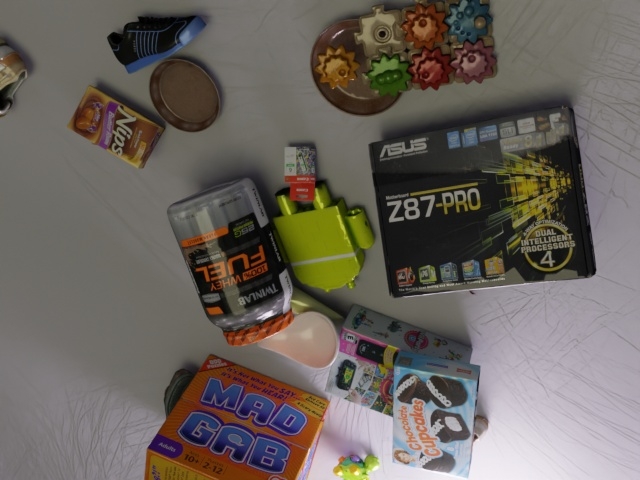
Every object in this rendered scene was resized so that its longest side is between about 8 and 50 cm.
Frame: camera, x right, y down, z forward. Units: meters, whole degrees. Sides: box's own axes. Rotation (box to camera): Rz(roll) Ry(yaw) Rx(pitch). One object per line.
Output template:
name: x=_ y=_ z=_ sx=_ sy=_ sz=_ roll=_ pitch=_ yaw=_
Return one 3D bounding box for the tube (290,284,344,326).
tube: x=-0.059 y=0.145 z=1.945 sx=0.240 sy=0.070 sz=0.062 roll=31 pitch=99 yaw=-4

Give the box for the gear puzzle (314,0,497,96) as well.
gear puzzle: x=0.151 y=-0.349 z=1.495 sx=0.338 sy=0.044 sz=0.176 roll=-7 pitch=119 yaw=11

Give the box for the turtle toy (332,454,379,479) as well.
turtle toy: x=0.099 y=0.614 z=2.190 sx=0.130 sy=0.066 sz=0.095 roll=-10 pitch=141 yaw=24

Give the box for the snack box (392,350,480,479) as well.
snack box: x=0.263 y=0.407 z=1.872 sx=0.187 sy=0.060 sz=0.322 roll=8 pitch=125 yaw=16

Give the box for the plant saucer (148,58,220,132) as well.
plant saucer: x=-0.289 y=-0.315 z=1.748 sx=0.168 sy=0.029 sz=0.169 roll=11 pitch=126 yaw=15

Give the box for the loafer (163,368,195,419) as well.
loafer: x=-0.405 y=0.452 z=2.271 sx=0.084 sy=0.096 sz=0.268 roll=44 pitch=138 yaw=38

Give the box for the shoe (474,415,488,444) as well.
shoe: x=0.326 y=0.504 z=2.032 sx=0.076 sy=0.058 sz=0.219 roll=44 pitch=127 yaw=-10

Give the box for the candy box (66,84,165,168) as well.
candy box: x=-0.456 y=-0.253 z=1.813 sx=0.186 sy=0.053 sz=0.109 roll=30 pitch=95 yaw=-1

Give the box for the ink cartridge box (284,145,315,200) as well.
ink cartridge box: x=-0.044 y=-0.143 z=1.733 sx=0.062 sy=0.029 sz=0.115 roll=2 pitch=92 yaw=23

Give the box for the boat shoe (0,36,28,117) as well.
boat shoe: x=-0.778 y=-0.327 z=1.882 sx=0.103 sy=0.113 sz=0.302 roll=43 pitch=126 yaw=-2

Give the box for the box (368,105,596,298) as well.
box: x=0.307 y=-0.065 z=1.561 sx=0.394 sy=0.097 sz=0.319 roll=-7 pitch=90 yaw=26

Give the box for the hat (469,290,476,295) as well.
hat: x=0.284 y=-0.010 z=1.732 sx=0.173 sy=0.183 sz=0.209 roll=31 pitch=102 yaw=22

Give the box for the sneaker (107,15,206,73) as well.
sneaker: x=-0.342 y=-0.422 z=1.664 sx=0.232 sy=0.081 sz=0.090 roll=-17 pitch=121 yaw=31

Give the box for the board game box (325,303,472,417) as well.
board game box: x=0.183 y=0.310 z=1.937 sx=0.303 sy=0.097 sz=0.224 roll=19 pitch=127 yaw=8

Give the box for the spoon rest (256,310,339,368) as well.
spoon rest: x=-0.063 y=0.236 z=1.936 sx=0.276 sy=0.084 sz=0.137 roll=-4 pitch=94 yaw=44

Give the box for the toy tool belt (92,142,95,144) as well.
toy tool belt: x=-0.485 y=-0.242 z=1.869 sx=0.083 sy=0.052 sz=0.051 roll=8 pitch=93 yaw=13

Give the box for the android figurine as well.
android figurine: x=0.000 y=0.000 z=1.826 sx=0.248 sy=0.056 sz=0.273 roll=-12 pitch=114 yaw=27

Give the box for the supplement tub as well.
supplement tub: x=-0.189 y=0.047 z=1.797 sx=0.207 sy=0.207 sz=0.338 roll=-15 pitch=101 yaw=29

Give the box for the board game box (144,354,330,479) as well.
board game box: x=-0.224 y=0.593 z=2.122 sx=0.356 sy=0.356 sz=0.357 roll=20 pitch=127 yaw=8

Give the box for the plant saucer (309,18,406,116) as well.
plant saucer: x=0.077 y=-0.340 z=1.581 sx=0.198 sy=0.036 sz=0.199 roll=10 pitch=125 yaw=15
